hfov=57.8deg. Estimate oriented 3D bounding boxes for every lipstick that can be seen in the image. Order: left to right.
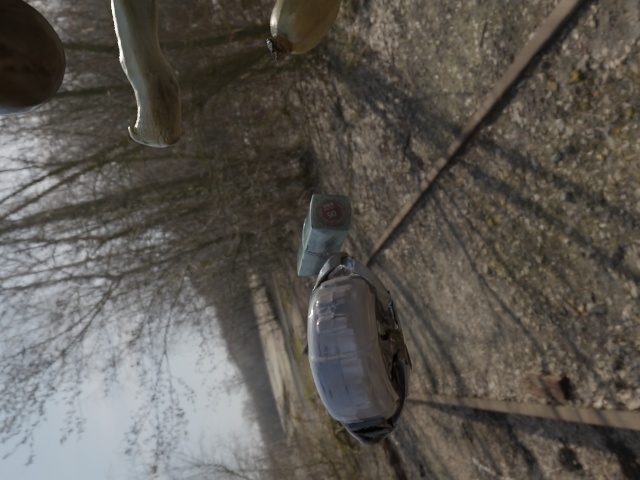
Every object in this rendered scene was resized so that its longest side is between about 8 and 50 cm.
[{"bbox_3d":[0.000,0.000,1.124,0.289,0.077,0.077,113,160,-68],"label":"lipstick"}]

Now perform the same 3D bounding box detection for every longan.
[{"bbox_3d":[-0.663,-0.380,1.192,0.258,0.258,0.257,166,90,-81],"label":"longan"}]

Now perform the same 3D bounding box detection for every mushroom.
[{"bbox_3d":[-0.204,-0.207,0.672,0.055,0.059,0.201,-6,98,38],"label":"mushroom"}]

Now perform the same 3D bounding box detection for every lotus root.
[{"bbox_3d":[-0.017,-0.258,0.651,0.062,0.150,0.073,33,165,4],"label":"lotus root"}]

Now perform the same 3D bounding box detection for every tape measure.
[{"bbox_3d":[0.049,0.143,0.748,0.197,0.120,0.236,-69,-38,-64],"label":"tape measure"}]
